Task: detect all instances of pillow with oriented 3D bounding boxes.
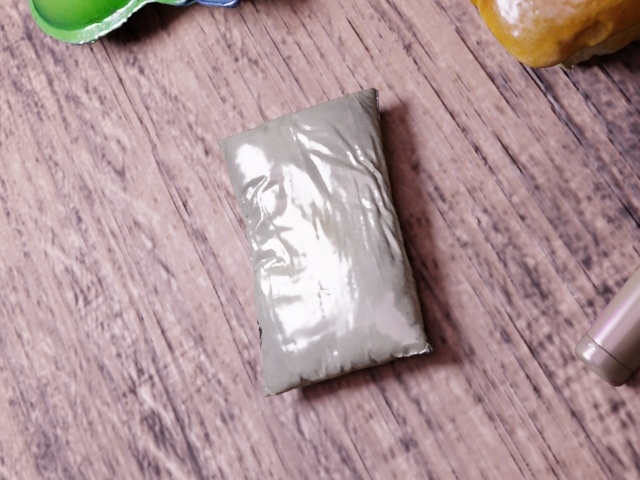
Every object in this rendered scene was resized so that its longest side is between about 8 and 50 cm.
[{"bbox_3d":[0.000,0.000,0.844,0.148,0.050,0.230,-23,67,28],"label":"pillow"}]

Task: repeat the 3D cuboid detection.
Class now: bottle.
[{"bbox_3d":[0.211,0.049,0.706,0.096,0.045,0.045,-51,57,9],"label":"bottle"}]

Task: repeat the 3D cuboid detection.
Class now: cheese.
[{"bbox_3d":[-0.176,-0.273,1.011,0.320,0.083,0.204,16,81,35],"label":"cheese"}]

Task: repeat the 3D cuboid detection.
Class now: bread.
[{"bbox_3d":[0.213,-0.230,0.749,0.245,0.121,0.174,-30,61,17],"label":"bread"}]
